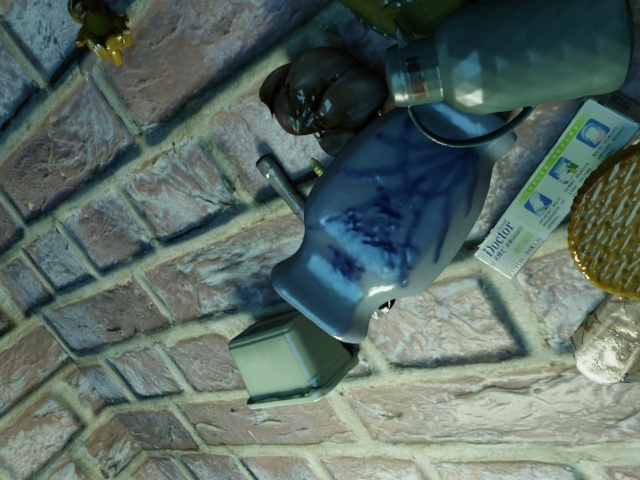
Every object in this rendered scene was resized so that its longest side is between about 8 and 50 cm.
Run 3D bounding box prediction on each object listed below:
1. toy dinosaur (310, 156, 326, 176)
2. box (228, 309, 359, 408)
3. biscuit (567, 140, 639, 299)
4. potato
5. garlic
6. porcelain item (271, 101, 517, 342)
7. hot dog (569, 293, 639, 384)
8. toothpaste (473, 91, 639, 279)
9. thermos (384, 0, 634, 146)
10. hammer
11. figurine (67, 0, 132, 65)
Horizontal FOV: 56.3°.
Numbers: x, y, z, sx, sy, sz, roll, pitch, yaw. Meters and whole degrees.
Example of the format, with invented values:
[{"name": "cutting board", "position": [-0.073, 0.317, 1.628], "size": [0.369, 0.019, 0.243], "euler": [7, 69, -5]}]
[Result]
[{"name": "toy dinosaur", "position": [0.080, -0.057, 1.095], "size": [0.259, 0.153, 0.094], "euler": [55, 135, 2]}, {"name": "box", "position": [-0.082, 0.279, 1.459], "size": [0.312, 0.175, 0.182], "euler": [-23, 98, 45]}, {"name": "biscuit", "position": [0.471, -0.028, 0.830], "size": [0.254, 0.035, 0.253], "euler": [4, 119, 7]}, {"name": "potato", "position": [0.100, -0.374, 0.830], "size": [0.248, 0.143, 0.169], "euler": [40, 123, 7]}, {"name": "garlic", "position": [0.006, -0.246, 0.998], "size": [0.214, 0.191, 0.160], "euler": [44, 113, 18]}, {"name": "porcelain item", "position": [0.108, -0.046, 0.931], "size": [0.243, 0.178, 0.405], "euler": [38, 103, 8]}, {"name": "hot dog", "position": [0.501, 0.141, 0.978], "size": [0.131, 0.069, 0.252], "euler": [33, 134, 25]}, {"name": "toothpaste", "position": [0.353, -0.077, 0.921], "size": [0.081, 0.067, 0.336], "euler": [34, 136, 10]}, {"name": "thermos", "position": [0.230, -0.221, 0.768], "size": [0.287, 0.145, 0.182], "euler": [-10, 113, 12]}, {"name": "hammer", "position": [0.001, -0.001, 1.265], "size": [0.427, 0.044, 0.152], "euler": [50, 136, -5]}, {"name": "figurine", "position": [-0.467, -0.445, 1.259], "size": [0.176, 0.121, 0.122], "euler": [53, 166, 11]}]
